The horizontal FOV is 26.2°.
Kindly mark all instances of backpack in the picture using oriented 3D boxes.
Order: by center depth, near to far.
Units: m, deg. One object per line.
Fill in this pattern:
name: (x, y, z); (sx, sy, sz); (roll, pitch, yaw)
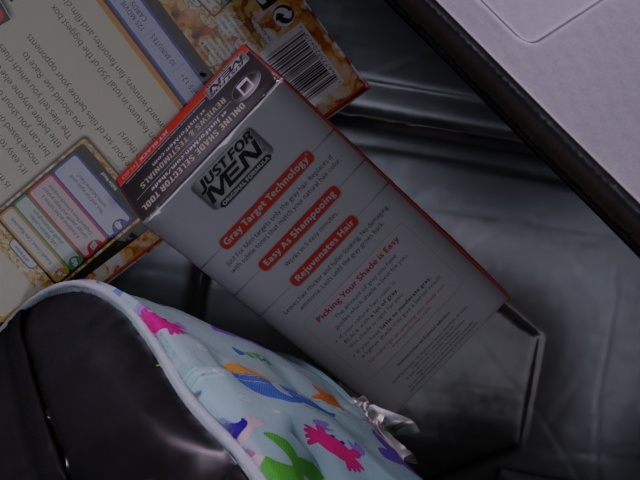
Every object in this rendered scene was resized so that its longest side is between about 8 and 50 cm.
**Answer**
backpack: (-0.051, 0.142, 0.456); (0.191, 0.253, 0.225); (22, 102, -42)

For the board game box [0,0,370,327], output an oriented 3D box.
board game box: (-0.102, -0.059, 0.531); (0.193, 0.045, 0.147); (-36, 98, -1)

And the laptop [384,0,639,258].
laptop: (0.182, -0.217, 0.357); (0.408, 0.236, 0.382); (-34, 73, -31)

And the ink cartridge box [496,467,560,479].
ink cartridge box: (0.093, 0.214, 0.518); (0.092, 0.158, 0.218); (18, 93, -7)

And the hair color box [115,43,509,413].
hair color box: (0.000, 0.000, 0.518); (0.072, 0.043, 0.141); (-45, 124, 4)
